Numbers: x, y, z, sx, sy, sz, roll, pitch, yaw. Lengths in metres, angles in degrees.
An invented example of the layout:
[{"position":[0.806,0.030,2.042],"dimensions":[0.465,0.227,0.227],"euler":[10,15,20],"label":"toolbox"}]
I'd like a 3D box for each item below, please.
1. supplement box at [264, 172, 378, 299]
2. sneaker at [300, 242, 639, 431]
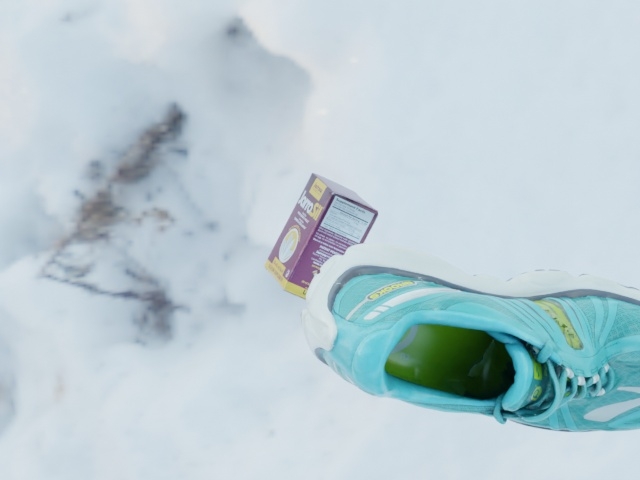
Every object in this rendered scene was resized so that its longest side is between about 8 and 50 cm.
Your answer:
[{"position":[0.000,0.000,1.338],"dimensions":[0.083,0.043,0.055],"euler":[-63,24,8],"label":"supplement box"},{"position":[0.121,0.079,1.080],"dimensions":[0.110,0.275,0.107],"euler":[-132,53,-62],"label":"sneaker"}]
